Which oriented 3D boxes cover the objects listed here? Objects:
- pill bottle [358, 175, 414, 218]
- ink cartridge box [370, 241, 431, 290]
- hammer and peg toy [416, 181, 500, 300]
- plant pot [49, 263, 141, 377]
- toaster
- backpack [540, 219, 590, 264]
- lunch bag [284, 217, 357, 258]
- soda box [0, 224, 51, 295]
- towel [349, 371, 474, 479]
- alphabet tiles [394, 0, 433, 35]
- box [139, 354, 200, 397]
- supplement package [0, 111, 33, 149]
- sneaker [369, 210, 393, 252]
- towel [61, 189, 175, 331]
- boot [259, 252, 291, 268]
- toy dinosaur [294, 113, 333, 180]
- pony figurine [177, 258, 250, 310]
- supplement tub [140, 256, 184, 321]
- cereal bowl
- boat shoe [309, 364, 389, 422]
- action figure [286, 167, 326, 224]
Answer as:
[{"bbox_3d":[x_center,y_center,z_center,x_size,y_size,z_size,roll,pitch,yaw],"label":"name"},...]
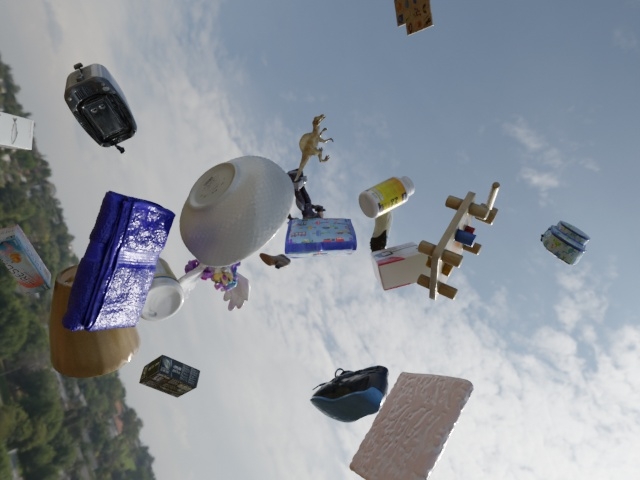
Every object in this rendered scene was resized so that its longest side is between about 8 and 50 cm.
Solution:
[{"bbox_3d":[0.264,-0.177,1.922,0.117,0.215,0.117,46,-27,33],"label":"pill bottle"},{"bbox_3d":[0.276,0.085,1.705,0.237,0.172,0.100,-96,171,-82],"label":"ink cartridge box"},{"bbox_3d":[0.413,-0.023,1.455,0.128,0.361,0.265,24,-27,25],"label":"hammer and peg toy"},{"bbox_3d":[-0.634,0.199,1.332,0.237,0.237,0.254,38,-45,47],"label":"plant pot"},{"bbox_3d":[-0.581,-0.359,1.303,0.146,0.129,0.226,61,-5,42],"label":"toaster"},{"bbox_3d":[0.610,0.003,1.213,0.105,0.114,0.084,35,-63,15],"label":"backpack"},{"bbox_3d":[0.000,0.000,1.587,0.293,0.221,0.138,-90,178,-86],"label":"lunch bag"},{"bbox_3d":[-0.749,0.052,1.226,0.063,0.058,0.183,-120,-163,-46],"label":"soda box"},{"bbox_3d":[0.234,0.506,1.295,0.053,0.331,0.317,39,-22,-10],"label":"towel"},{"bbox_3d":[0.311,-0.813,1.602,0.198,0.009,0.237,7,-69,57],"label":"alphabet tiles"},{"bbox_3d":[-0.601,0.545,1.948,0.147,0.180,0.077,-34,-144,34],"label":"box"},{"bbox_3d":[-1.040,-0.359,1.568,0.105,0.179,0.105,7,-86,15],"label":"supplement package"},{"bbox_3d":[0.262,-0.046,2.036,0.085,0.086,0.237,15,-76,34],"label":"sneaker"},{"bbox_3d":[-0.435,0.056,1.096,0.076,0.228,0.308,19,-91,18],"label":"towel"},{"bbox_3d":[-0.180,0.075,1.981,0.119,0.087,0.042,36,-58,11],"label":"boot"},{"bbox_3d":[-0.022,-0.238,1.271,0.053,0.093,0.183,30,-78,46],"label":"toy dinosaur"},{"bbox_3d":[-0.398,0.083,1.785,0.351,0.303,0.363,119,-37,-46],"label":"pony figurine"},{"bbox_3d":[-0.506,0.133,1.459,0.200,0.145,0.144,41,-38,47],"label":"supplement tub"},{"bbox_3d":[-0.247,-0.103,1.301,0.339,0.339,0.141,37,-9,48],"label":"cereal bowl"},{"bbox_3d":[0.070,0.319,1.014,0.109,0.089,0.258,43,-35,-12],"label":"boat shoe"},{"bbox_3d":[-0.060,-0.133,1.859,0.099,0.185,0.284,-11,-76,35],"label":"action figure"}]
